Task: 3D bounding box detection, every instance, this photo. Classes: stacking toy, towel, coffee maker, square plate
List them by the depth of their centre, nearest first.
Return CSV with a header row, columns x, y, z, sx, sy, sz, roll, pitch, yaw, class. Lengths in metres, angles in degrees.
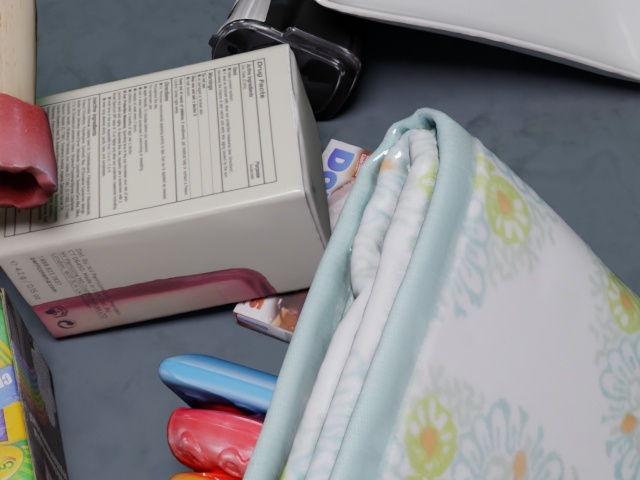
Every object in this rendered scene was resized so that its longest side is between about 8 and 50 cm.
x,y,z,sx,sy,sz,roll,pitch,yaw,class
0.102,0.154,0.800,0.090,0.320,0.374,-11,47,45,towel
-0.060,0.238,0.852,0.166,0.175,0.301,16,71,19,stacking toy
0.008,-0.203,1.135,0.171,0.120,0.178,7,59,9,coffee maker
0.132,-0.283,1.150,0.344,0.049,0.347,10,54,-21,square plate

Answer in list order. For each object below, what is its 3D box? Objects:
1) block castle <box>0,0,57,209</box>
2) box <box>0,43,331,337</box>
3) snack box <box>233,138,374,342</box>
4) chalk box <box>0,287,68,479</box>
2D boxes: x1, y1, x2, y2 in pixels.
x,y,z,sx,sy,sz,roll,pitch,yaw,class
-0.422,-0.061,0.889,0.453,0.303,0.212,-15,67,31,block castle
-0.115,-0.035,1.018,0.232,0.127,0.148,-11,54,6,box
0.000,0.000,1.061,0.064,0.022,0.178,19,61,19,snack box
-0.247,0.166,0.913,0.132,0.132,0.213,-15,56,-4,chalk box
